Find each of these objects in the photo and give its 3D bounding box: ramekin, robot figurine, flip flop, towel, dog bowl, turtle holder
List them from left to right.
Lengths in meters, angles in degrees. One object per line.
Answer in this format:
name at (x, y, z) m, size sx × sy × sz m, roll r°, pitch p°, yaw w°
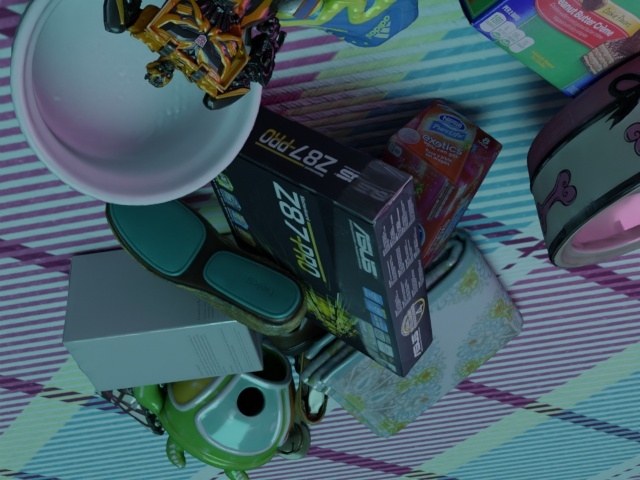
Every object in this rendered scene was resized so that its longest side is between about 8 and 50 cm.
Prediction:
ramekin at (-0.217, -0.190, 0.995) m, size 0.277 × 0.135 × 0.277 m, roll -9°, pitch 112°, yaw -24°
turtle holder at (-0.192, 0.285, 1.673) m, size 0.320 × 0.243 × 0.227 m, roll 37°, pitch 119°, yaw 5°
robot figurine at (-0.088, -0.279, 0.899) m, size 0.211 × 0.085 × 0.291 m, roll 35°, pitch 88°, yaw -31°
flip flop at (-0.079, 0.438, 1.974) m, size 0.112 × 0.080 × 0.277 m, roll -4°, pitch 143°, yaw -2°
towel at (0.172, 0.183, 1.575) m, size 0.374 × 0.090 × 0.320 m, roll -39°, pitch 140°, yaw 3°
dog bowl at (0.457, -0.122, 1.143) m, size 0.408 × 0.150 × 0.408 m, roll -21°, pitch 161°, yaw -8°

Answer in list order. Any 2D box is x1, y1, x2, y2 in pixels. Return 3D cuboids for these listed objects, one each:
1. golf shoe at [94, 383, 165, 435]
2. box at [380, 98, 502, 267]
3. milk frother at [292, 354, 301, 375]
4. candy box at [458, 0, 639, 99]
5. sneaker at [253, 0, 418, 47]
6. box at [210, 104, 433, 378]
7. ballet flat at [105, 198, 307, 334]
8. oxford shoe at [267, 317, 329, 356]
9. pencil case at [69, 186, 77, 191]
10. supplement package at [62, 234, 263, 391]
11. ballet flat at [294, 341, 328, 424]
golf shoe at (-0.383, 0.300, 1.765) m, size 0.120 × 0.105 × 0.273 m, roll 1°, pitch 140°, yaw 18°
box at (0.143, -0.059, 1.270) m, size 0.122 × 0.128 × 0.257 m, roll 38°, pitch 141°, yaw 13°
milk frother at (0.014, 0.234, 1.720) m, size 0.134 × 0.129 × 0.143 m, roll 1°, pitch -174°, yaw -7°
candy box at (0.335, -0.316, 0.935) m, size 0.317 × 0.122 × 0.268 m, roll -35°, pitch 149°, yaw 29°
sneaker at (0.012, -0.270, 1.045) m, size 0.240 × 0.091 × 0.126 m, roll -9°, pitch 145°, yaw 7°
box at (0.000, 0.000, 1.249) m, size 0.318 × 0.097 × 0.395 m, roll 28°, pitch 153°, yaw 28°
ballet flat at (-0.175, 0.037, 1.316) m, size 0.348 × 0.123 × 0.123 m, roll 30°, pitch 142°, yaw 11°
oxford shoe at (0.003, 0.121, 1.534) m, size 0.227 × 0.083 × 0.096 m, roll -34°, pitch 139°, yaw 7°
pencil case at (-0.272, -0.137, 1.181) m, size 0.095 × 0.098 × 0.209 m, roll 26°, pitch 134°, yaw -34°
supplement package at (-0.256, 0.122, 1.459) m, size 0.292 × 0.175 × 0.177 m, roll -8°, pitch 144°, yaw 3°
ballet flat at (-0.001, 0.229, 1.608) m, size 0.080 × 0.073 × 0.232 m, roll 3°, pitch 99°, yaw -10°
